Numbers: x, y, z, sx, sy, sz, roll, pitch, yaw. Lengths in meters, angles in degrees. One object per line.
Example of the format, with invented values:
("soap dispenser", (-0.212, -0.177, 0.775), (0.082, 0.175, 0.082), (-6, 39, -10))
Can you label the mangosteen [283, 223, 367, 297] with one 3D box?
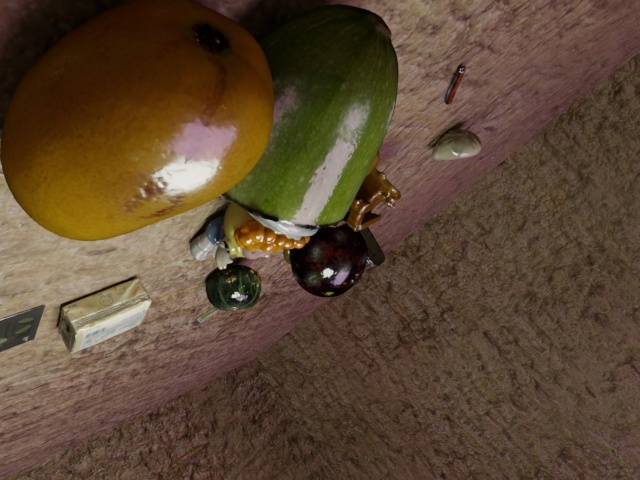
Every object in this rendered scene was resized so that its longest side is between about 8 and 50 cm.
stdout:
("mangosteen", (0.018, 0.053, 1.817), (0.288, 0.288, 0.288), (-33, 167, -9))

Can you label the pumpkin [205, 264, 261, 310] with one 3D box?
("pumpkin", (-0.280, 0.155, 1.726), (0.191, 0.146, 0.190), (-6, 176, 0))

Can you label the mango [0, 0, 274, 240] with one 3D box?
("mango", (-0.232, -0.131, 0.661), (0.378, 0.221, 0.264), (-34, 147, 21))

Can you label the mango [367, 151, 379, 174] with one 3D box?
("mango", (0.037, -0.184, 1.395), (0.254, 0.113, 0.138), (-29, 172, 5))

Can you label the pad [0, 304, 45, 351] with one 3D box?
("pad", (-0.698, 0.209, 1.200), (0.127, 0.004, 0.190), (-22, 161, -44))

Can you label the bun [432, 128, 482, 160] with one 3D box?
("bun", (0.490, -0.351, 1.934), (0.184, 0.102, 0.183), (-10, -167, 2))

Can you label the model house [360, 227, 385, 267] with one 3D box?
("model house", (0.094, 0.066, 2.217), (0.279, 0.218, 0.205), (-33, 176, 25))

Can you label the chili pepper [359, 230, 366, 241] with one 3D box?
("chili pepper", (0.114, -0.043, 1.953), (0.065, 0.168, 0.088), (-22, 159, -47))

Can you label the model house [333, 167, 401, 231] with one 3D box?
("model house", (0.107, -0.120, 1.633), (0.229, 0.199, 0.219), (-40, 154, 5))

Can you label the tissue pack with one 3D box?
("tissue pack", (-0.537, 0.187, 1.328), (0.196, 0.092, 0.148), (-22, 161, -40))

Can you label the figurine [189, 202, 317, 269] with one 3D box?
("figurine", (-0.190, -0.040, 1.255), (0.382, 0.204, 0.225), (-20, 179, 30))

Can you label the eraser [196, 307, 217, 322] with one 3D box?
("eraser", (-0.445, 0.294, 2.095), (0.083, 0.019, 0.038), (-32, 168, -11))

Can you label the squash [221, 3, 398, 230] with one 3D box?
("squash", (-0.029, -0.225, 0.835), (0.310, 0.310, 0.308), (-18, 140, -51))

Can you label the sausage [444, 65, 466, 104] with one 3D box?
("sausage", (0.383, -0.440, 1.521), (0.028, 0.025, 0.198), (-48, 170, -11))
